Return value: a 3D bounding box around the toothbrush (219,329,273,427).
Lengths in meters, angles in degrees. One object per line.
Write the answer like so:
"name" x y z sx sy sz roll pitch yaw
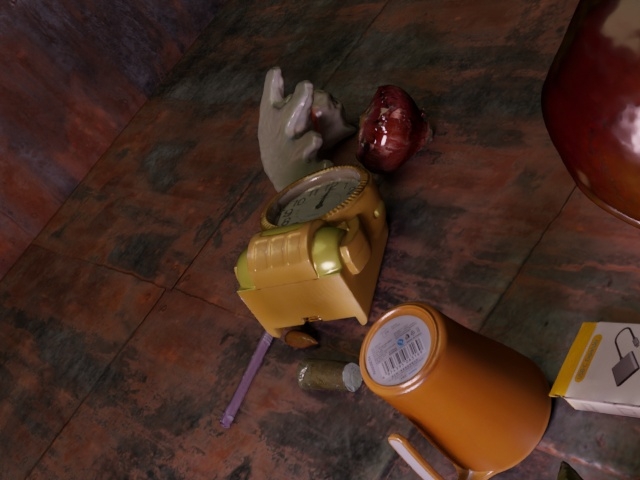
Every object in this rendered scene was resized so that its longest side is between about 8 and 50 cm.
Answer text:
"toothbrush" -0.102 0.195 2.078 0.029 0.024 0.354 -4 48 40

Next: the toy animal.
"toy animal" -0.006 -0.195 2.352 0.308 0.188 0.266 25 95 49

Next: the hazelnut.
"hazelnut" 0.492 -0.227 1.441 0.429 0.402 0.402 -50 29 -12

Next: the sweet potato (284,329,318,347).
"sweet potato" -0.037 0.177 2.004 0.095 0.034 0.034 -3 50 49

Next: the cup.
"cup" 0.169 0.211 1.471 0.182 0.264 0.226 -1 63 42

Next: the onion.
"onion" 0.146 -0.213 2.160 0.147 0.184 0.184 6 43 3

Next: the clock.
"clock" 0.000 0.000 2.019 0.244 0.200 0.317 -9 34 27

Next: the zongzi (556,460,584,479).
"zongzi" 0.245 0.427 1.174 0.323 0.160 0.360 -44 29 2

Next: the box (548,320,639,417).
"box" 0.417 0.165 1.417 0.247 0.033 0.129 0 53 53

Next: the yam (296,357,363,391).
"yam" 0.012 0.225 1.857 0.132 0.054 0.054 -3 50 50

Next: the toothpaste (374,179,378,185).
"toothpaste" 0.081 -0.099 2.222 0.083 0.015 0.024 -26 26 41
